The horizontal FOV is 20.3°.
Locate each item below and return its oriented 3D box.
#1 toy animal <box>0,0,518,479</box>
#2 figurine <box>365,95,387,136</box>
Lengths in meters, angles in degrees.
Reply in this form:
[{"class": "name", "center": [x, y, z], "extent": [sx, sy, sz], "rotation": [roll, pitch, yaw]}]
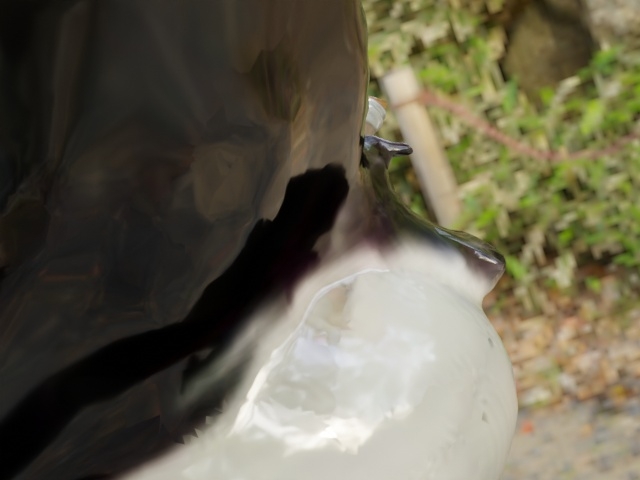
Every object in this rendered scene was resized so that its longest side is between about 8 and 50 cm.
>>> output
[{"class": "toy animal", "center": [-0.079, 0.022, 0.518], "extent": [0.251, 0.310, 0.251], "rotation": [-11, 29, 6]}, {"class": "figurine", "center": [0.000, 0.001, 1.171], "extent": [0.147, 0.197, 0.093], "rotation": [14, -12, 31]}]
